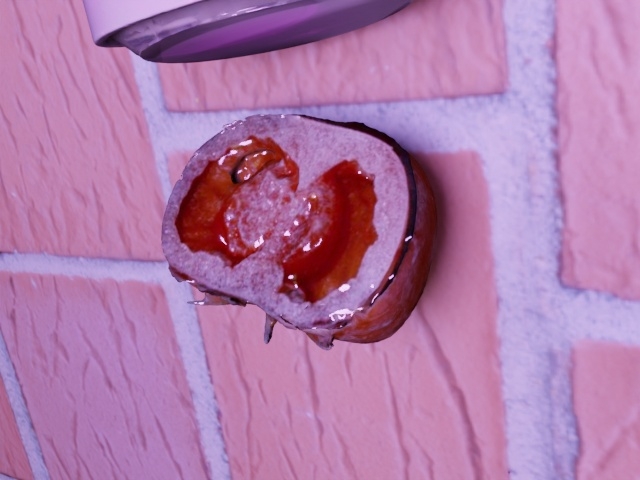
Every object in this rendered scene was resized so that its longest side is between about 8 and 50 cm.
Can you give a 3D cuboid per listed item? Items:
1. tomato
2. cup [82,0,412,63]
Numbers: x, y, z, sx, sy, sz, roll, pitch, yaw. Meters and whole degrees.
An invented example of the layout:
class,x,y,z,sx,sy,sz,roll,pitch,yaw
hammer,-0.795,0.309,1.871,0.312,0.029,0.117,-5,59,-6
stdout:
class,x,y,z,sx,sy,sz,roll,pitch,yaw
tomato,0.000,0.000,0.619,0.214,0.155,0.180,23,86,30
cup,-0.064,-0.310,0.468,0.253,0.253,0.371,-4,106,34
